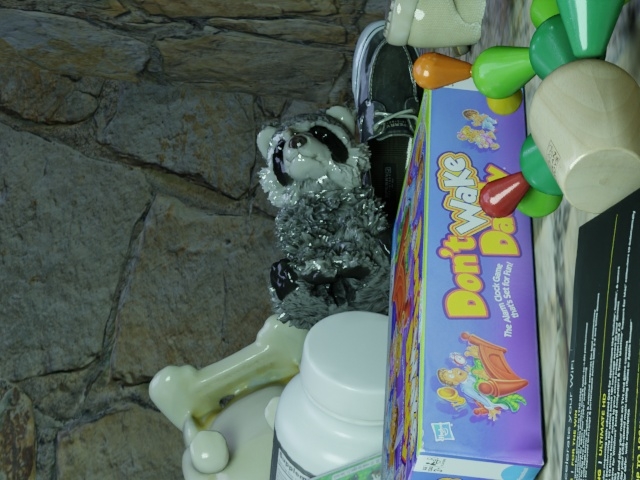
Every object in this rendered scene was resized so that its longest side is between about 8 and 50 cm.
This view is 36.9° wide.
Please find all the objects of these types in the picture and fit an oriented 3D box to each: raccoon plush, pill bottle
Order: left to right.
[{"bbox_3d":[0.000,0.000,1.521,0.446,0.216,0.299,97,163,-57],"label":"raccoon plush"},{"bbox_3d":[0.033,0.242,1.051,0.176,0.176,0.318,-84,1,-58],"label":"pill bottle"}]

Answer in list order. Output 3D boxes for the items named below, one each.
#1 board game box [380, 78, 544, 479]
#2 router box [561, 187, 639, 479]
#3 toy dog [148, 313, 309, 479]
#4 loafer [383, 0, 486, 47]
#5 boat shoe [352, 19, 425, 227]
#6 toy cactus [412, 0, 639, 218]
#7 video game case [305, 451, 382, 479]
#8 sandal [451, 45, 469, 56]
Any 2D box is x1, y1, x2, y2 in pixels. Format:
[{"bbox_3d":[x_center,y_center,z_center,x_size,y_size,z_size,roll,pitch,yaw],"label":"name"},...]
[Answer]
[{"bbox_3d":[0.104,0.063,0.768,0.233,0.078,0.347,97,180,-52],"label":"board game box"},{"bbox_3d":[0.122,0.070,0.332,0.133,0.046,0.178,96,-179,-81],"label":"router box"},{"bbox_3d":[-0.071,0.381,1.476,0.408,0.285,0.395,-121,16,-56],"label":"toy dog"},{"bbox_3d":[0.139,-0.282,0.873,0.102,0.092,0.268,119,174,-78],"label":"loafer"},{"bbox_3d":[0.120,-0.180,1.531,0.119,0.121,0.335,-112,16,-73],"label":"boat shoe"},{"bbox_3d":[0.111,-0.084,0.451,0.180,0.112,0.219,-84,6,-51],"label":"toy cactus"},{"bbox_3d":[0.033,0.279,0.853,0.023,0.212,0.193,46,-149,-30],"label":"video game case"},{"bbox_3d":[0.161,-0.290,1.064,0.072,0.049,0.180,-75,-21,-52],"label":"sandal"}]
